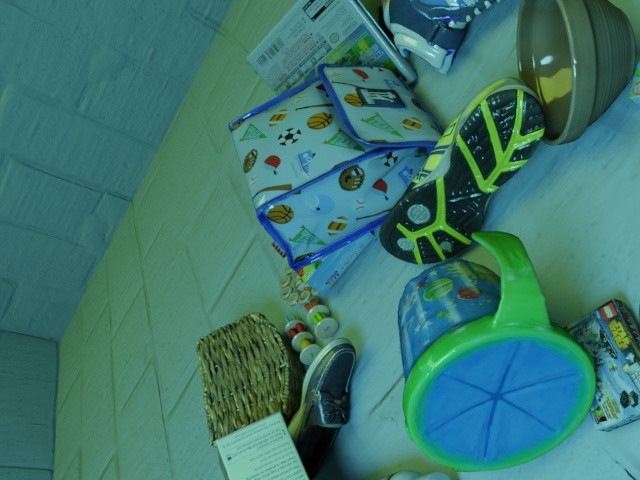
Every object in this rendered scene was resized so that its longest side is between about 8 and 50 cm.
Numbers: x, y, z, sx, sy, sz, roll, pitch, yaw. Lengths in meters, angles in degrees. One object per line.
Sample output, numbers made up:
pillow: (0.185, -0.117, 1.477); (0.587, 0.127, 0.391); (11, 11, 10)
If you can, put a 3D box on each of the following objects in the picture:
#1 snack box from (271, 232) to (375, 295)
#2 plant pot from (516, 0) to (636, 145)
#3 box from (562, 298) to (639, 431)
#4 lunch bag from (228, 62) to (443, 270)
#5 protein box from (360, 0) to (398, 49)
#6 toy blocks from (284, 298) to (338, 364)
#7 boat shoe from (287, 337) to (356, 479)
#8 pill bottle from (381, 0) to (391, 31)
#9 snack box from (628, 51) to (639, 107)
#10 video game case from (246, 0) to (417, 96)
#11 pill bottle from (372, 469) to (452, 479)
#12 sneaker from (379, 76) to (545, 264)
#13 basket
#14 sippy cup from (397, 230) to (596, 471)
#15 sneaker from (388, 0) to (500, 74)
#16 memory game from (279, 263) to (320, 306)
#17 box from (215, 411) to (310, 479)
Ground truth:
snack box: (0.000, 0.000, 1.236); (0.174, 0.070, 0.207); (-49, 36, 2)
plant pot: (0.374, -0.264, 0.795); (0.110, 0.237, 0.237); (-10, 55, 7)
box: (0.362, 0.154, 0.683); (0.094, 0.027, 0.137); (-50, 36, 42)
lunch bag: (0.037, -0.184, 1.121); (0.386, 0.239, 0.327); (-25, 47, 5)
protein box: (0.078, -0.507, 1.384); (0.201, 0.136, 0.199); (-24, 53, 47)
toy blocks: (-0.030, 0.184, 1.222); (0.123, 0.054, 0.148); (-61, 33, 12)
boat shoe: (0.010, 0.326, 1.047); (0.092, 0.103, 0.285); (36, 106, 51)
pill bottle: (0.196, -0.586, 1.271); (0.121, 0.121, 0.216); (-36, 45, 40)
snack box: (0.492, -0.234, 0.717); (0.141, 0.037, 0.100); (8, 77, 57)
video game case: (0.016, -0.412, 1.300); (0.329, 0.300, 0.036); (-29, 17, 44)
pill bottle: (0.115, 0.413, 0.830); (0.193, 0.108, 0.108); (-38, 43, 38)
sneaker: (0.239, -0.104, 0.941); (0.384, 0.145, 0.147); (-52, 6, 38)
basket: (-0.126, 0.341, 1.237); (0.214, 0.223, 0.299); (-27, 41, 2)
sippy cup: (0.208, 0.147, 0.752); (0.305, 0.240, 0.224); (-48, 23, 19)
sneaker: (0.293, -0.451, 1.082); (0.323, 0.236, 0.130); (8, 34, 23)
memory game: (-0.028, 0.071, 1.277); (0.186, 0.012, 0.186); (-31, 37, 27)
box: (-0.079, 0.449, 0.931); (0.243, 0.117, 0.213); (62, 159, 26)
